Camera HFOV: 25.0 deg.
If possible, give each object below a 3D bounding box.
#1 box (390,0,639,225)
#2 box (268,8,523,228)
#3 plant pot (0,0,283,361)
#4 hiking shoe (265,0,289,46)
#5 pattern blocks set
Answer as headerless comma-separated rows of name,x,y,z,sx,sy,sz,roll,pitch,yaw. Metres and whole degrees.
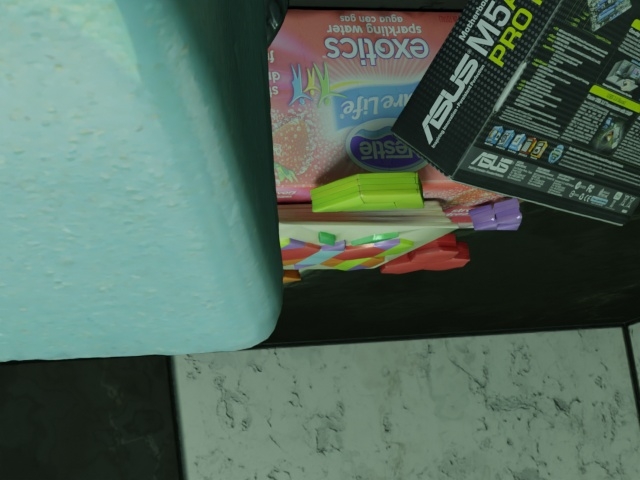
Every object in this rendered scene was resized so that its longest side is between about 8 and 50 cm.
box,0.190,-0.127,0.976,0.270,0.060,0.216,9,116,-54
box,0.022,-0.090,1.137,0.299,0.142,0.154,-2,166,-23
plant pot,-0.142,-0.121,0.382,0.247,0.247,0.252,-3,156,0
hiking shoe,-0.153,-0.133,1.004,0.304,0.113,0.132,-19,-166,21
pattern blocks set,0.000,0.000,1.132,0.324,0.026,0.285,-4,166,-15
